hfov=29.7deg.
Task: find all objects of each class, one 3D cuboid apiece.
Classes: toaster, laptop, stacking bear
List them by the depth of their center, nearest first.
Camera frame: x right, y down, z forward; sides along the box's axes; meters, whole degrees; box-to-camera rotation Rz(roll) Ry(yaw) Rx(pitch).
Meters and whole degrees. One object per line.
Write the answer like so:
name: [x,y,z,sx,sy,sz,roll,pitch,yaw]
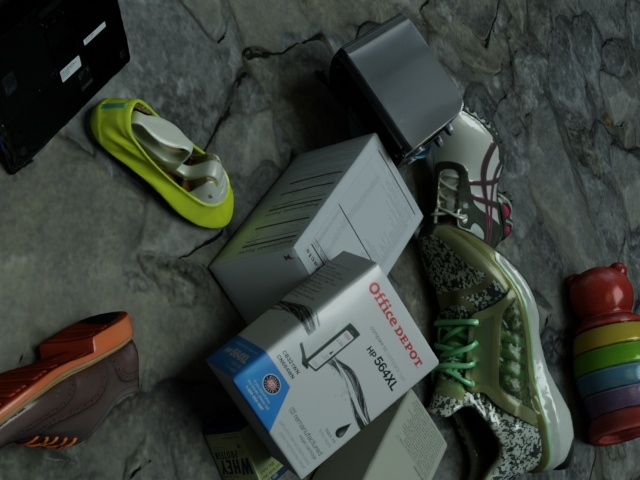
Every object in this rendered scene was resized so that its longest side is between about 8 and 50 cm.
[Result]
laptop: [-0.329,-0.245,1.216,0.234,0.137,0.264,-56,149,-43]
toaster: [0.090,-0.190,1.548,0.110,0.168,0.185,-34,86,-7]
stacking bear: [0.498,0.183,2.035,0.164,0.175,0.289,20,55,-56]

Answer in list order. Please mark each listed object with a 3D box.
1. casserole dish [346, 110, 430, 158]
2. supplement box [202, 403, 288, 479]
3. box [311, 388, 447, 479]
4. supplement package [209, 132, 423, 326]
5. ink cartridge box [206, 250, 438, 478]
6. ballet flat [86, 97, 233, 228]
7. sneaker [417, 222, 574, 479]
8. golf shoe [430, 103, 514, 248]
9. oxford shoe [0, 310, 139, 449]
casserole dish: [0.093,-0.171,1.711,0.188,0.037,0.114,0,80,-51]
supplement box: [-0.076,0.229,1.361,0.083,0.056,0.083,-33,106,-50]
box: [0.053,0.314,1.468,0.113,0.094,0.275,58,42,-22]
supplement package: [0.000,0.000,1.461,0.139,0.134,0.244,59,41,-22]
ink cartridge box: [0.005,0.131,1.302,0.203,0.086,0.148,-38,112,-15]
ballet flat: [-0.156,-0.084,1.334,0.231,0.077,0.077,39,50,-39]
sneaker: [0.216,0.174,1.697,0.182,0.158,0.410,-28,97,-34]
golf shoe: [0.210,-0.078,1.749,0.120,0.105,0.273,-52,134,-35]
oxford shoe: [-0.256,0.160,1.124,0.271,0.097,0.098,-34,112,-51]
